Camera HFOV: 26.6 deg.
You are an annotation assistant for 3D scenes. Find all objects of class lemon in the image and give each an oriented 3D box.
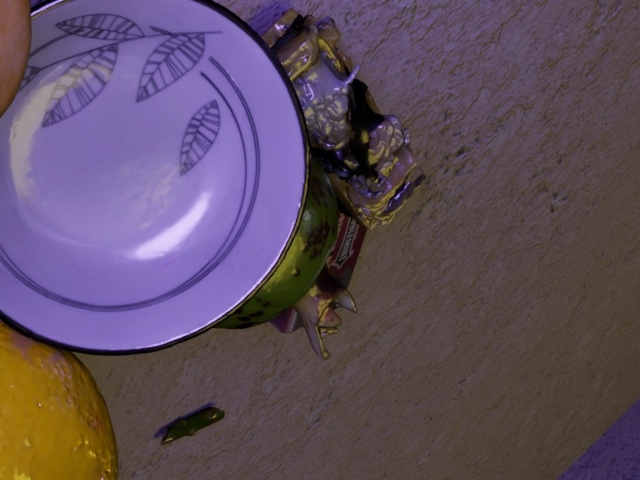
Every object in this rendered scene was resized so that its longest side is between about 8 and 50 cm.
[{"bbox_3d":[-0.305,0.189,1.168,0.258,0.258,0.310,-43,154,-17],"label":"lemon"}]

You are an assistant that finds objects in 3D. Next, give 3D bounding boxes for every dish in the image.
[{"bbox_3d":[-0.171,-0.064,1.145,0.317,0.106,0.316,-4,105,-16],"label":"dish"}]

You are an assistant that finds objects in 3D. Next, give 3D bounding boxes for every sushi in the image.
[{"bbox_3d":[0.021,-0.133,1.418,0.139,0.131,0.291,-48,131,-7],"label":"sushi"}]

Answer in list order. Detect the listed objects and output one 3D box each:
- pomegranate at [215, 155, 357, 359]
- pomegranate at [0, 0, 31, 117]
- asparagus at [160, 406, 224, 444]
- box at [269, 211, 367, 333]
[{"bbox_3d":[-0.059,0.005,1.362,0.211,0.263,0.211,-46,-164,17],"label":"pomegranate"},{"bbox_3d":[-0.292,-0.147,0.836,0.233,0.233,0.233,-37,150,-26],"label":"pomegranate"},{"bbox_3d":[-0.165,0.233,1.706,0.108,0.021,0.025,-21,136,-45],"label":"asparagus"},{"bbox_3d":[0.000,0.000,1.625,0.120,0.069,0.224,-27,145,-40],"label":"box"}]
